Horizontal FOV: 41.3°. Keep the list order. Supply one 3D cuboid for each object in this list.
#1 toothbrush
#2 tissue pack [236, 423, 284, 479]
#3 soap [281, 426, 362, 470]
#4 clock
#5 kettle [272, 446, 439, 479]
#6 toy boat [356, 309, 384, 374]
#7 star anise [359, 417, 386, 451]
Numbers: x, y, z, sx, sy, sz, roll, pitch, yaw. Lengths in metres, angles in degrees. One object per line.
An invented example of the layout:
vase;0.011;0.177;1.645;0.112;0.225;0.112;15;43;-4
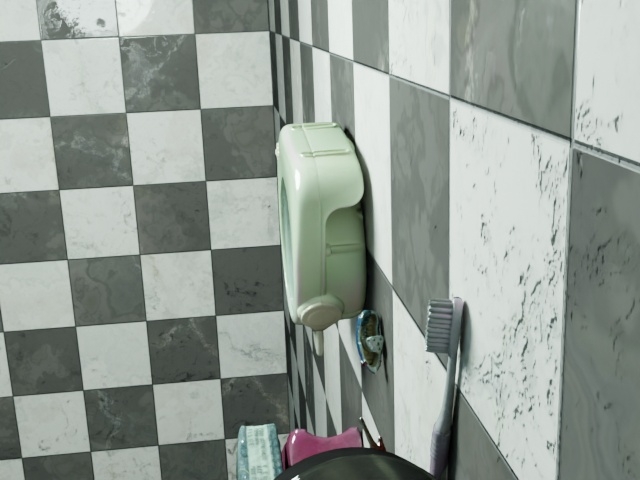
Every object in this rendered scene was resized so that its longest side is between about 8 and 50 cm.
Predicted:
toothbrush;0.105;0.200;0.790;0.024;0.029;0.354;-77;-11;-59
tissue pack;-0.095;0.457;1.393;0.257;0.081;0.185;-105;13;-56
soap;-0.001;0.460;1.465;0.359;0.128;0.233;105;162;-70
clock;0.000;0.000;1.268;0.265;0.108;0.324;-109;16;-63
kettle;0.053;0.297;0.588;0.271;0.207;0.251;-179;92;-76
toy boat;0.066;0.131;1.093;0.038;0.038;0.083;126;140;-80
star anise;0.074;0.270;0.824;0.144;0.140;0.158;-63;8;-13
